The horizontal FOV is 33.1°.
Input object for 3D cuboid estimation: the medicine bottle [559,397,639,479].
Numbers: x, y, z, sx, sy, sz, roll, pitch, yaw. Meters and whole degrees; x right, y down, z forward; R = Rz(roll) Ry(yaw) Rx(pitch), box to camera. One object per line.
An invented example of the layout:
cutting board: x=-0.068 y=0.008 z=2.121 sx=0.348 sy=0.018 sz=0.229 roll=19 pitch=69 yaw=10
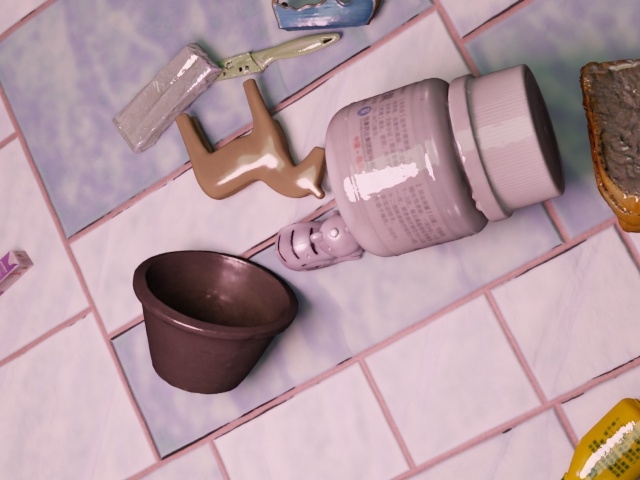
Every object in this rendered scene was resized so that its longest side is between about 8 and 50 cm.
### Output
medicine bottle: x=0.395 y=0.346 z=1.581 sx=0.260 sy=0.064 sz=0.095 roll=-48 pitch=70 yaw=12

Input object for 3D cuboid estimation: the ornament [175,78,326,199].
ornament: x=-0.108 y=-0.146 z=1.820 sx=0.230 sy=0.061 sz=0.245 roll=-26 pitch=76 yaw=16

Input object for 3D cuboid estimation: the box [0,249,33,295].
box: x=-0.594 y=0.067 z=2.009 sx=0.117 sy=0.050 sz=0.036 roll=-40 pitch=75 yaw=17

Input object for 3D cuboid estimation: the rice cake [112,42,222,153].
rice cake: x=-0.272 y=-0.253 z=1.896 sx=0.226 sy=0.040 sz=0.085 roll=-41 pitch=73 yaw=21

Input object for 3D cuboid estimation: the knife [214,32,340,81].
knife: x=-0.100 y=-0.310 z=1.850 sx=0.293 sy=0.020 sz=0.043 roll=-10 pitch=84 yaw=22

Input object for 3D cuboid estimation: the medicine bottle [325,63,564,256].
medicine bottle: x=0.186 y=-0.121 z=1.600 sx=0.306 sy=0.245 sz=0.245 roll=-15 pitch=81 yaw=20

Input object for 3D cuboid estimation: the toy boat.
toy boat: x=0.012 y=-0.390 z=1.779 sx=0.185 sy=0.075 sz=0.077 roll=0 pitch=95 yaw=19

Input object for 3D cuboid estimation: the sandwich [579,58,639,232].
sandwich: x=0.520 y=-0.154 z=1.479 sx=0.301 sy=0.099 sz=0.271 roll=-12 pitch=53 yaw=13

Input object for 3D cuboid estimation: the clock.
clock: x=0.000 y=-0.001 z=1.736 sx=0.176 sy=0.117 sz=0.080 roll=-14 pitch=81 yaw=21

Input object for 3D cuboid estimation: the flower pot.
flower pot: x=-0.182 y=0.142 z=1.757 sx=0.269 sy=0.269 sz=0.166 roll=25 pitch=119 yaw=22
